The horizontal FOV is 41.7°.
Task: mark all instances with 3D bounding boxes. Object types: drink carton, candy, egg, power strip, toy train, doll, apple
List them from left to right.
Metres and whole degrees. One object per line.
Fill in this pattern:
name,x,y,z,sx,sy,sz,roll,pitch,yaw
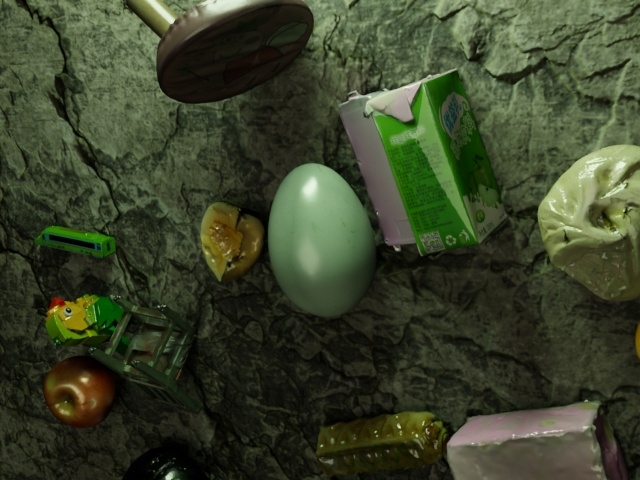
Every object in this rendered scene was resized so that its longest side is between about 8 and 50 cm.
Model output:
toy train,-0.538,-0.004,1.810,0.209,0.044,0.042,10,112,26
apple,-0.534,0.335,1.875,0.163,0.139,0.164,4,103,15
doll,-0.490,0.179,1.775,0.106,0.186,0.134,-34,60,34
egg,0.000,0.000,1.433,0.182,0.183,0.264,-8,97,31
power strip,0.111,-0.118,1.395,0.109,0.037,0.279,-7,105,57
drink carton,0.183,-0.117,1.304,0.108,0.161,0.271,-16,98,32
candy,0.361,0.368,1.404,0.265,0.115,0.156,-15,96,30

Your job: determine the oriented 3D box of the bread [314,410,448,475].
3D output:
bread,0.114,0.377,1.558,0.269,0.098,0.087,-17,140,33

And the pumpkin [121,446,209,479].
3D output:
pumpkin,-0.331,0.564,1.821,0.233,0.163,0.233,15,114,36

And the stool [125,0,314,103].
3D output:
stool,-0.163,-0.364,1.365,0.272,0.272,0.179,-34,74,33

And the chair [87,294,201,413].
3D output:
chair,-0.336,0.237,1.748,0.136,0.147,0.270,8,154,29

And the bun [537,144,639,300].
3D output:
bun,0.425,-0.018,1.232,0.209,0.116,0.237,-2,105,30

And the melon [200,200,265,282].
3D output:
melon,-0.167,-0.014,1.590,0.128,0.079,0.160,37,123,34

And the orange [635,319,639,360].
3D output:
orange,0.533,0.145,1.218,0.136,0.158,0.159,-146,49,-63
